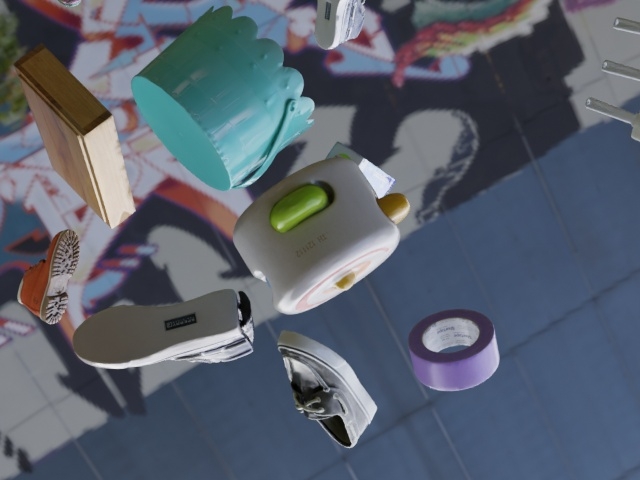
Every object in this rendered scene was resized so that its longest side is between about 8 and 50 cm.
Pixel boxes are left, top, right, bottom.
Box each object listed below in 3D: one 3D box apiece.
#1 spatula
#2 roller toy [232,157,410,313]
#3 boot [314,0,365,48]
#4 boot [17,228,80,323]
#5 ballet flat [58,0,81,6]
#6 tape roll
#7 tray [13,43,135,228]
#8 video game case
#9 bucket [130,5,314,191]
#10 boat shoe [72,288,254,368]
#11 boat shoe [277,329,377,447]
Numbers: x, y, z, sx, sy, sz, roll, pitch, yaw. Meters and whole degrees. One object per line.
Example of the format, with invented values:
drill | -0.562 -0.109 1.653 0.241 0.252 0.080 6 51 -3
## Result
spatula | 0.435 -0.226 1.447 0.019 0.168 0.242 12 -165 -14
roller toy | 0.000 0.000 1.384 0.209 0.146 0.191 -20 162 -47
boot | 0.043 -0.436 1.905 0.069 0.190 0.086 37 -135 25
boot | -0.445 0.047 1.738 0.084 0.158 0.059 25 -168 27
ballet flat | -0.478 -0.537 2.020 0.077 0.079 0.221 3 -132 -17
tape roll | 0.288 0.235 2.323 0.189 0.080 0.189 -10 -149 6
tray | -0.475 -0.189 2.104 0.076 0.203 0.411 -41 165 -19
video game case | 0.021 -0.035 1.888 0.244 0.061 0.269 -57 163 5
bucket | -0.164 -0.226 1.762 0.183 0.281 0.281 -43 -157 -17
boat shoe | -0.284 0.193 2.032 0.340 0.158 0.127 -9 -119 4
boat shoe | 0.005 0.193 1.357 0.078 0.219 0.070 9 -121 39
